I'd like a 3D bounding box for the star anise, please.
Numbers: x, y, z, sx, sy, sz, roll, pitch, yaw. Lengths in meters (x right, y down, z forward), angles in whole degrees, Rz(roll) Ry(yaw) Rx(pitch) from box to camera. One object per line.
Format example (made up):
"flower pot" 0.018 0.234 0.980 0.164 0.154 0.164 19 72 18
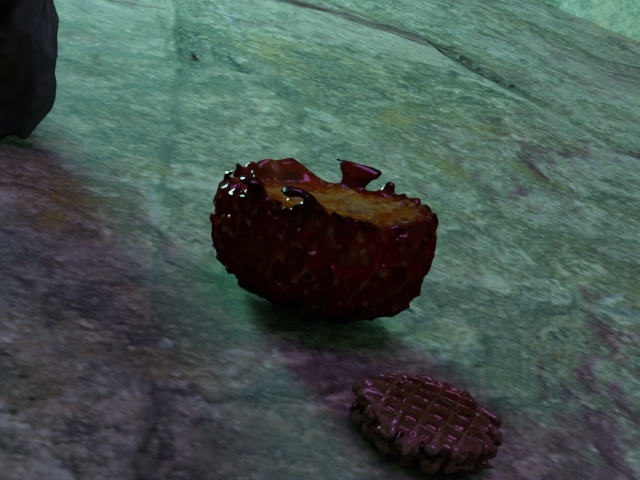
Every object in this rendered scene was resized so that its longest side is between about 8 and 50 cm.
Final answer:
"star anise" -0.263 -0.220 0.916 0.316 0.139 0.359 53 -2 0

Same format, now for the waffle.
"waffle" 0.054 0.095 0.723 0.083 0.029 0.075 2 25 -36

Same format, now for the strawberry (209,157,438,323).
"strawberry" 0.000 0.000 0.839 0.145 0.086 0.145 19 18 -7
